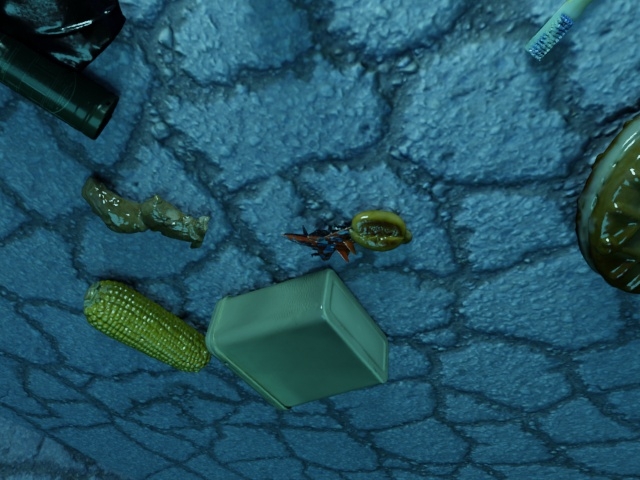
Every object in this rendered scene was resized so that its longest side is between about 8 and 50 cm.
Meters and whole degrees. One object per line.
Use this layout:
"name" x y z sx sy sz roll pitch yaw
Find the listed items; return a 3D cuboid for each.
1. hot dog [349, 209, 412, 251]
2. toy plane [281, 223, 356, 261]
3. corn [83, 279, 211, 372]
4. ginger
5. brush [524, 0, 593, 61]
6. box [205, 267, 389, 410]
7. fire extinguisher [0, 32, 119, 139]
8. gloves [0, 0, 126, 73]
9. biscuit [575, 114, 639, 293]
"hot dog" 0.130 -0.022 1.129 0.140 0.060 0.090 4 112 -3
"toy plane" 0.000 -0.003 1.165 0.189 0.061 0.130 16 138 -24
"corn" -0.473 0.241 1.469 0.143 0.144 0.387 -27 127 33
"ginger" -0.392 -0.056 1.185 0.289 0.084 0.122 19 142 -6
"brush" 0.371 -0.339 0.781 0.033 0.030 0.178 33 133 -7
"box" -0.048 0.264 1.377 0.343 0.178 0.352 -19 127 26
"fire extinguisher" -0.517 -0.311 0.951 0.311 0.095 0.115 32 98 -21
"gloves" -0.433 -0.412 0.807 0.197 0.152 0.301 -38 106 8
"biscuit" 0.569 -0.047 0.918 0.268 0.115 0.366 -30 123 -2
